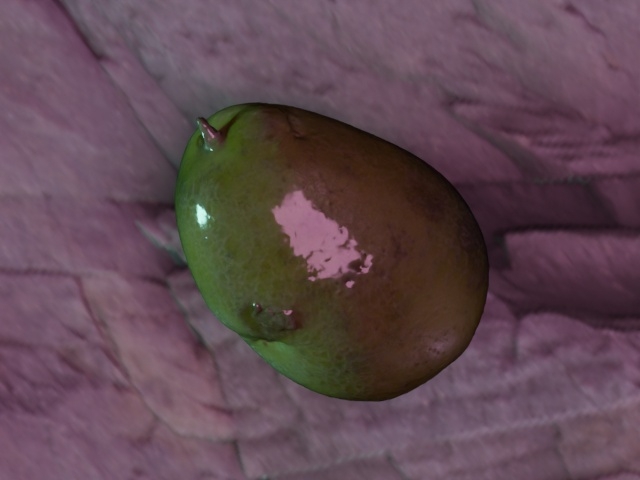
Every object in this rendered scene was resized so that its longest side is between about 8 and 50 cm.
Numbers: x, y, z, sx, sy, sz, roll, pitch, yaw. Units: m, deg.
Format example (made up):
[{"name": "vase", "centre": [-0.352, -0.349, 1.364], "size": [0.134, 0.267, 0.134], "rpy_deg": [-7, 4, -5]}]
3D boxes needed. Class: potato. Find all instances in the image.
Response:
[{"name": "potato", "centre": [0.000, 0.000, 1.209], "size": [0.251, 0.159, 0.174], "rpy_deg": [40, 64, -22]}]
